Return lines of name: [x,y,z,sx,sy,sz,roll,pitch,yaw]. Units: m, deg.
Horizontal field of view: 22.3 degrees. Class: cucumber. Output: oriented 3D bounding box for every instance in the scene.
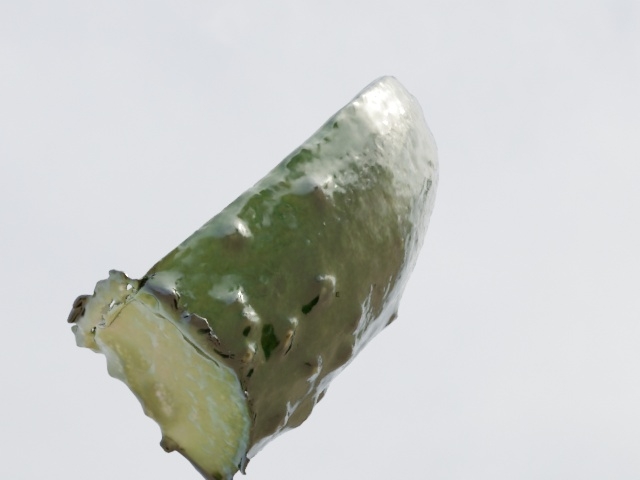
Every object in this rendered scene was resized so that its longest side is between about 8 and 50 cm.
cucumber: [0.003,0.001,0.958,0.105,0.145,0.325,-31,10,40]
